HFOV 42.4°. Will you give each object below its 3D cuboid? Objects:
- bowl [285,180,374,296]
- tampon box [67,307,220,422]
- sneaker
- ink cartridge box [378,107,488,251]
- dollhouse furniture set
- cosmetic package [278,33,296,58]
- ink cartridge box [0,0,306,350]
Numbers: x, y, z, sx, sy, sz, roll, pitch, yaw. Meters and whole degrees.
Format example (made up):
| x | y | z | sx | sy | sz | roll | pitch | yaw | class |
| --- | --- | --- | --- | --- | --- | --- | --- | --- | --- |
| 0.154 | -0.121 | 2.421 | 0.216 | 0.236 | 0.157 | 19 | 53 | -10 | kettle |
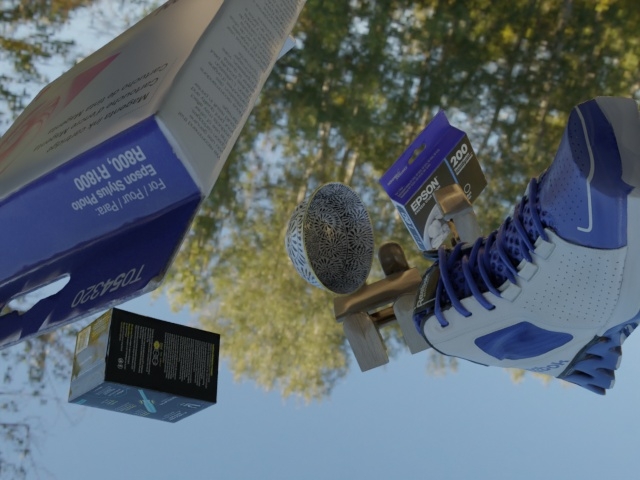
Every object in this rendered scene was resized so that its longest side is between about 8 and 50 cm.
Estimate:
| x | y | z | sx | sy | sz | roll | pitch | yaw | class |
| --- | --- | --- | --- | --- | --- | --- | --- | --- | --- |
| 0.000 | 0.000 | 1.231 | 0.080 | 0.170 | 0.170 | -6 | -175 | 38 | bowl |
| -0.233 | 0.170 | 1.099 | 0.161 | 0.120 | 0.101 | 20 | -124 | -33 | tampon box |
| 0.168 | 0.033 | 0.695 | 0.182 | 0.315 | 0.127 | 1 | -128 | 9 | sneaker |
| 0.227 | -0.113 | 1.613 | 0.045 | 0.206 | 0.208 | 22 | 155 | 47 | ink cartridge box |
| 0.126 | 0.043 | 1.224 | 0.242 | 0.161 | 0.212 | -21 | -161 | 6 | dollhouse furniture set |
| -0.147 | -0.402 | 1.425 | 0.085 | 0.117 | 0.231 | 29 | -149 | -59 | cosmetic package |
| -0.183 | -0.065 | 0.635 | 0.324 | 0.071 | 0.330 | -20 | -146 | 35 | ink cartridge box |
